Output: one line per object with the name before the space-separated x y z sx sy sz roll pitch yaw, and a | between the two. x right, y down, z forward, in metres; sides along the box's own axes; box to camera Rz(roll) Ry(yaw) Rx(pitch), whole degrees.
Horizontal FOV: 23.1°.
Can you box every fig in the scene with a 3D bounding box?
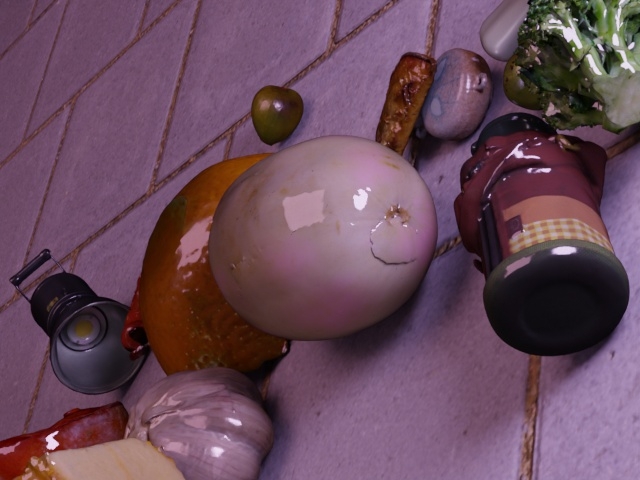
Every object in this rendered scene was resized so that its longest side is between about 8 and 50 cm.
fig | -0.064 -0.175 2.207 0.074 0.074 0.088 -124 48 -62

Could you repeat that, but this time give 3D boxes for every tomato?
tomato | -0.353 0.313 2.140 0.200 0.233 0.139 -25 87 49

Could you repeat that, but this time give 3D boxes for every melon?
melon | 0.000 0.000 1.741 0.317 0.223 0.223 -19 48 56

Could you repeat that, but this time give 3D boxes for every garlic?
garlic | -0.159 0.253 1.858 0.228 0.152 0.228 -48 23 28

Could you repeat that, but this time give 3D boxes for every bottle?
bottle | 0.206 -0.027 1.480 0.156 0.143 0.271 -19 38 11

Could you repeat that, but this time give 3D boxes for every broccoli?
broccoli | 0.271 -0.178 1.450 0.195 0.195 0.156 -50 19 23

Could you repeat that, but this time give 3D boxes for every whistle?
whistle | 0.139 -0.160 1.839 0.220 0.057 0.107 -21 60 60

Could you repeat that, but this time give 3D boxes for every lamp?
lamp | -0.361 0.126 2.348 0.147 0.172 0.227 -42 31 -7

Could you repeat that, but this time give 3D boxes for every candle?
candle | -0.249 0.094 2.220 0.051 0.048 0.329 -26 15 7

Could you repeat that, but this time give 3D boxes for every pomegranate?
pomegranate | 0.232 -0.179 1.674 0.073 0.073 0.084 -44 11 33

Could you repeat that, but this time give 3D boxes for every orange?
orange | -0.127 0.030 2.024 0.262 0.196 0.334 -132 64 -77

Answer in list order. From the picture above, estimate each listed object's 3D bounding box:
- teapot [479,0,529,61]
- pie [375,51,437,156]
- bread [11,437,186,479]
teapot | 0.289 -0.313 1.616 0.318 0.220 0.149 116 139 -73
pie | 0.088 -0.146 1.844 0.088 0.033 0.191 -114 35 -53
bread | -0.242 0.393 1.685 0.279 0.207 0.279 47 114 24
